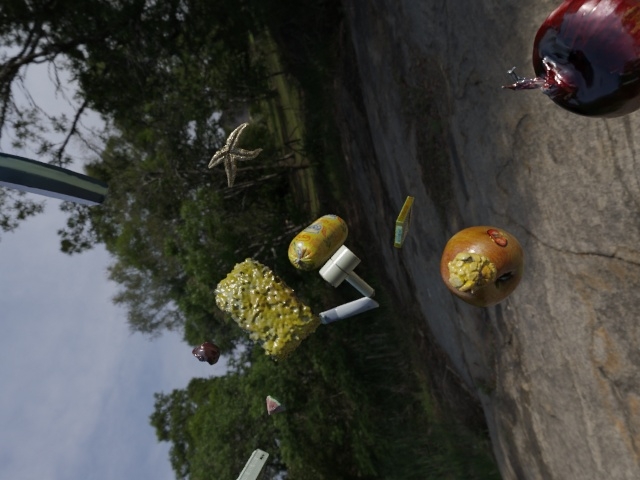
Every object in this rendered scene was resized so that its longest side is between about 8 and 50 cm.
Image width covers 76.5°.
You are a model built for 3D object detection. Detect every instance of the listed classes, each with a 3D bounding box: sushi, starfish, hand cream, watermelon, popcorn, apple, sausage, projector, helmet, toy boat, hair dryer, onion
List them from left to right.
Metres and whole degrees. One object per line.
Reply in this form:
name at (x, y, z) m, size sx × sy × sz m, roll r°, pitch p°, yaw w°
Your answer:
toy boat at (-0.643, -0.140, 0.925) m, size 0.299 × 0.096 × 0.061 m, roll 17°, pitch -103°, yaw -56°
helmet at (-0.503, 0.496, 1.817) m, size 0.123 × 0.070 × 0.098 m, roll 31°, pitch -171°, yaw -12°
starfish at (-0.331, -0.340, 1.618) m, size 0.138 × 0.247 × 0.050 m, roll 39°, pitch -168°, yaw -23°
projector at (-0.242, 0.821, 1.407) m, size 0.147 × 0.061 × 0.115 m, roll -46°, pitch -29°, yaw -61°
sushi at (-0.209, 0.258, 1.556) m, size 0.396 × 0.240 × 0.351 m, roll 43°, pitch 169°, yaw 4°
watermelon at (-0.190, 0.699, 1.712) m, size 0.092 × 0.072 × 0.084 m, roll 34°, pitch 178°, yaw -4°
sausage at (0.000, 0.000, 1.341) m, size 0.347 × 0.123 × 0.123 m, roll -43°, pitch -57°, yaw -58°
hand cream at (0.108, 0.276, 1.602) m, size 0.079 × 0.255 × 0.048 m, roll 34°, pitch -138°, yaw -41°
hair dryer at (0.181, 0.206, 2.179) m, size 0.362 × 0.203 × 0.128 m, roll 41°, pitch -178°, yaw -26°
popcorn at (0.585, 0.120, 1.600) m, size 0.163 × 0.194 × 0.140 m, roll 61°, pitch 156°, yaw 6°
apple at (0.776, 0.115, 1.973) m, size 0.333 × 0.400 × 0.400 m, roll 48°, pitch 157°, yaw 52°
onion at (0.530, -0.349, 0.811) m, size 0.273 × 0.285 × 0.273 m, roll 55°, pitch -177°, yaw -4°

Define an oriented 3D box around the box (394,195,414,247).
box at (0.332, -0.075, 1.603) m, size 0.193 × 0.030 × 0.121 m, roll -55°, pitch -29°, yaw -46°
